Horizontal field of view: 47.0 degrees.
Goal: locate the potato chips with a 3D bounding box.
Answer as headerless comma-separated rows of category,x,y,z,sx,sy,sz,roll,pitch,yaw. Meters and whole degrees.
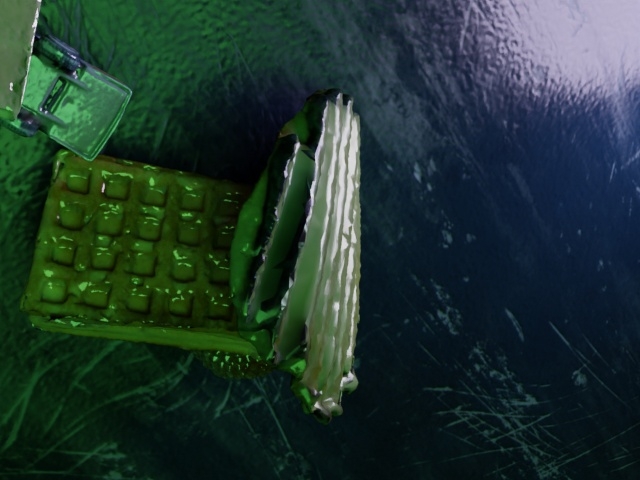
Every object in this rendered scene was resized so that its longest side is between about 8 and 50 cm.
potato chips,0.000,0.000,0.909,0.070,0.430,0.358,-1,154,18

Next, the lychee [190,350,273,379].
lychee,-0.104,0.111,1.031,0.197,0.165,0.165,-19,120,-44

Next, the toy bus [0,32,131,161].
toy bus,-0.374,-0.211,0.787,0.329,0.136,0.109,29,97,-31

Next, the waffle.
waffle,-0.184,0.022,0.902,0.307,0.091,0.213,9,69,-11

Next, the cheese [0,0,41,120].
cheese,-0.304,-0.315,0.732,0.085,0.034,0.401,17,71,-35
